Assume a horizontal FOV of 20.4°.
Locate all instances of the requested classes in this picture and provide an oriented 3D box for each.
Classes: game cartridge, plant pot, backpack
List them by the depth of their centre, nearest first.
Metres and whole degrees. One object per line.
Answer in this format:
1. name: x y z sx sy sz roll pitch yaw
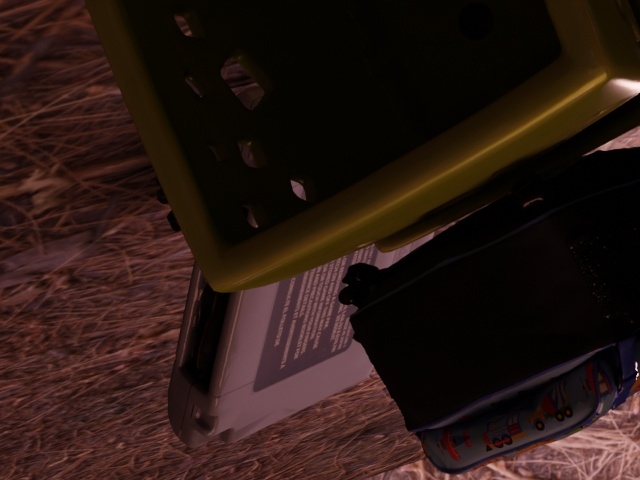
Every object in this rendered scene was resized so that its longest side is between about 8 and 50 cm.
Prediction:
1. plant pot: 0.041 -0.119 0.880 0.227 0.228 0.207 -28 166 26
2. backpack: 0.122 0.024 0.884 0.158 0.117 0.173 -29 176 42
3. game cartridge: 0.000 0.000 1.234 0.198 0.062 0.297 -26 143 -41

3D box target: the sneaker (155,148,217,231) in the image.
1. sneaker: -0.036 -0.019 1.315 0.135 0.098 0.276 -34 154 -8
